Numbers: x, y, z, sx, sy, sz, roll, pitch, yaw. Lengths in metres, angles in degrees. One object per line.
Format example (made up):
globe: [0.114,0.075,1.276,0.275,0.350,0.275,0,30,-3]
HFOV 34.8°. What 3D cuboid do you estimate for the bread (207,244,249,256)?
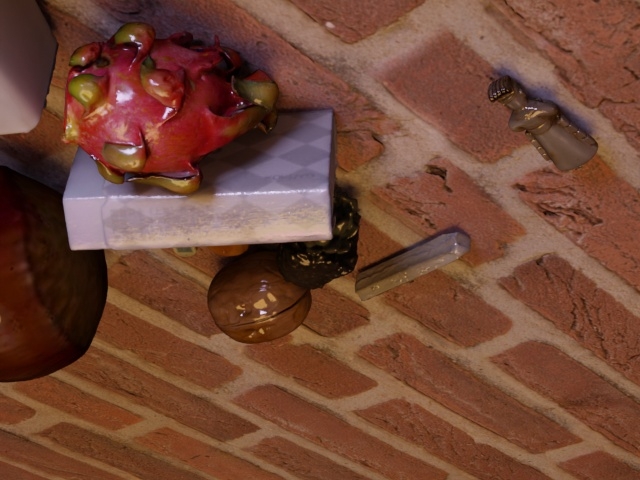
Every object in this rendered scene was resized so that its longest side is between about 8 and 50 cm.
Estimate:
bread: [-0.167,-0.065,1.721,0.092,0.074,0.239,9,146,6]

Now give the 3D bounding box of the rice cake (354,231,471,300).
rice cake: [0.163,0.048,1.862,0.256,0.052,0.057,-27,163,37]

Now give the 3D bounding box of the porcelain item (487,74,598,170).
porcelain item: [0.321,-0.178,1.509,0.084,0.054,0.213,-28,134,35]

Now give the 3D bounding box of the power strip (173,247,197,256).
power strip: [-0.255,-0.030,1.822,0.047,0.030,0.191,-1,145,8]

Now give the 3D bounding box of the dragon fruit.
dragon fruit: [-0.211,-0.197,1.422,0.243,0.307,0.227,47,147,-1]

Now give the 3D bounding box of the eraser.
eraser: [-0.175,-0.092,1.537,0.396,0.213,0.082,-2,136,6]

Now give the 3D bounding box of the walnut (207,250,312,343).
walnut: [-0.111,0.105,1.887,0.207,0.167,0.167,-15,141,23]

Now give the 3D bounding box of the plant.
plant: [0.000,0.000,1.743,0.129,0.132,0.194,11,150,-12]

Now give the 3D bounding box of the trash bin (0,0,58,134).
trash bin: [-0.482,-0.301,1.291,0.296,0.256,0.368,-6,150,13]

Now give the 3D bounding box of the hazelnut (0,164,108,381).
hazelnut: [-0.562,0.080,1.724,0.421,0.353,0.421,-32,172,-5]
